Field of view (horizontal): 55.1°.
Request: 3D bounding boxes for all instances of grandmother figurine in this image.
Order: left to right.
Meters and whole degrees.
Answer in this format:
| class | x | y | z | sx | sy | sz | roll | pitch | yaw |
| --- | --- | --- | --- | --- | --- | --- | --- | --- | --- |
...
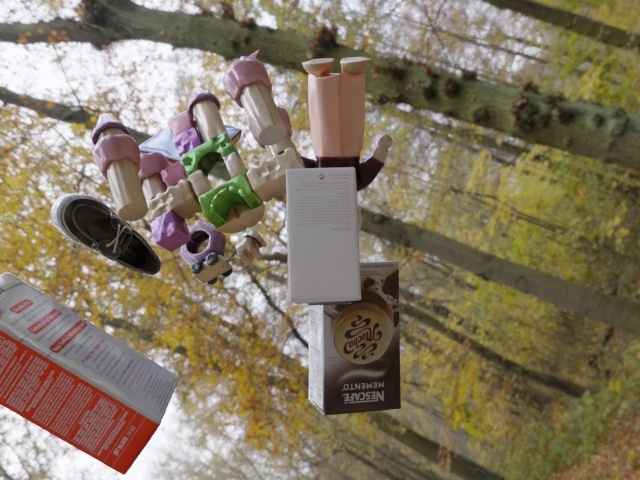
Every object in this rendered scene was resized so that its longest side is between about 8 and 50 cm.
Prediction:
| class | x | y | z | sx | sy | sz | roll | pitch | yaw |
| --- | --- | --- | --- | --- | --- | --- | --- | --- | --- |
| grandmother figurine | 0.027 | -0.160 | 1.146 | 0.104 | 0.207 | 0.343 | -46 | -45 | -59 |

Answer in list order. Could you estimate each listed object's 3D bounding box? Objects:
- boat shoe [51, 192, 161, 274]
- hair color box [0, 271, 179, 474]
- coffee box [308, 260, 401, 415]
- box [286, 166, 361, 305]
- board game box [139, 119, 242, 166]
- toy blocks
| class | x | y | z | sx | sy | sz | roll | pitch | yaw |
| --- | --- | --- | --- | --- | --- | --- | --- | --- | --- |
| boat shoe | -0.517 | -0.013 | 1.542 | 0.121 | 0.119 | 0.335 | -65 | -33 | -13 |
| hair color box | -0.198 | 0.097 | 0.469 | 0.053 | 0.167 | 0.093 | -54 | 8 | 5 |
| coffee box | 0.068 | 0.192 | 1.258 | 0.119 | 0.167 | 0.298 | 178 | 91 | -74 |
| box | 0.000 | 0.000 | 0.822 | 0.130 | 0.090 | 0.171 | 112 | 157 | -81 |
| board game box | -0.284 | -0.216 | 1.359 | 0.281 | 0.144 | 0.027 | -67 | -7 | -62 |
| toy blocks | -0.174 | -0.141 | 0.985 | 0.288 | 0.260 | 0.309 | -28 | -29 | 4 |
